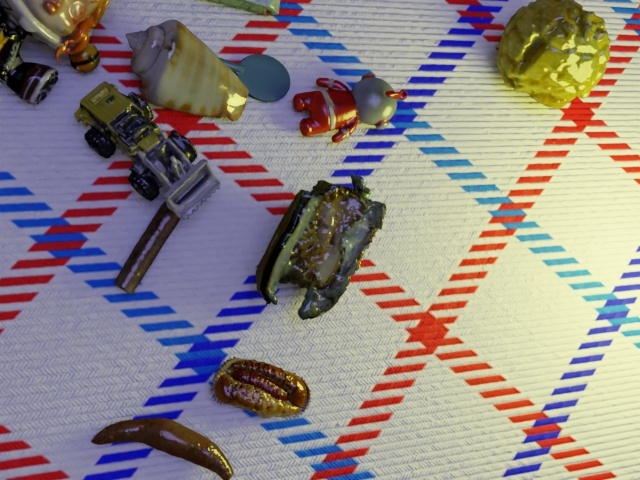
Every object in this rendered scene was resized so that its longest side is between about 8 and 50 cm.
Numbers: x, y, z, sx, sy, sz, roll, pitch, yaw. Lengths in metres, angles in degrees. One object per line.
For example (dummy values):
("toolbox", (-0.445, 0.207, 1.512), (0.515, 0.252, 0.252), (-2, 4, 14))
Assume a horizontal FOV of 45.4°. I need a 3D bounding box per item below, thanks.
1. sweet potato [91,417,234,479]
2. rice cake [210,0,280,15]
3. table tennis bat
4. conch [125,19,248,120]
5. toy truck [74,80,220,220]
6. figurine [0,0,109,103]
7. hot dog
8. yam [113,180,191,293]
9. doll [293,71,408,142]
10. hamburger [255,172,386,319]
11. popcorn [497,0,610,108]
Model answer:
("sweet potato", (-0.268, 0.355, 1.349), (0.255, 0.058, 0.078), (19, 94, -10))
("rice cake", (-0.240, -0.521, 1.532), (0.336, 0.063, 0.066), (9, 86, -19))
("table tennis bat", (-0.135, -0.336, 1.554), (0.155, 0.019, 0.100), (15, 75, -17))
("conch", (-0.250, -0.327, 1.453), (0.255, 0.127, 0.158), (19, 73, -15))
("toy truck", (-0.317, -0.170, 1.392), (0.286, 0.111, 0.136), (41, 71, 6))
("figurine", (-0.504, -0.439, 1.353), (0.323, 0.196, 0.320), (-51, 141, -13))
("hot dog", (-0.108, 0.277, 1.421), (0.192, 0.053, 0.099), (19, 78, -12))
("yam", (-0.298, -0.020, 1.418), (0.046, 0.046, 0.264), (32, 71, -11))
("doll", (0.068, -0.281, 1.583), (0.245, 0.076, 0.142), (-15, 85, -17))
("hamburger", (0.000, 0.000, 1.453), (0.167, 0.192, 0.288), (28, 97, -6))
("popcorn", (0.518, -0.428, 1.703), (0.249, 0.249, 0.225), (13, 46, -16))
